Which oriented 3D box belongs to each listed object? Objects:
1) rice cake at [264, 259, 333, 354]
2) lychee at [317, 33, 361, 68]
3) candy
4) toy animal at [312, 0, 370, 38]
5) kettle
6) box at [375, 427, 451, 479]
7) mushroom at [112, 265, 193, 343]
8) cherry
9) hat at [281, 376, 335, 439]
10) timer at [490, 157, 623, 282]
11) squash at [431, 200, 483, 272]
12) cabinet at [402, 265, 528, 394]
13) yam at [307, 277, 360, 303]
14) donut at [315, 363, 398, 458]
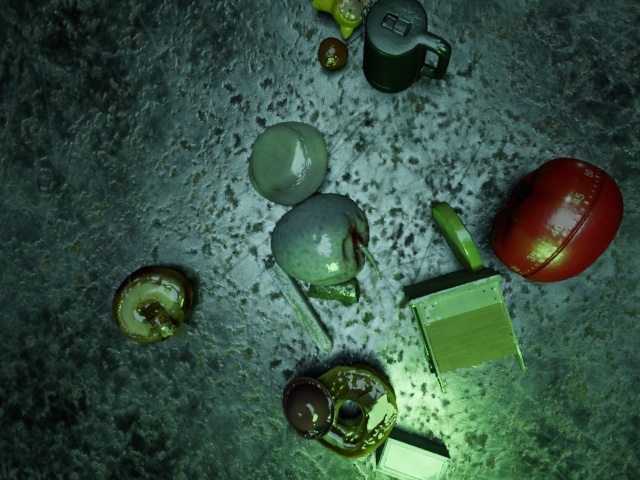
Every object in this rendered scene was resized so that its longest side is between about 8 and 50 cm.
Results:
[{"bbox_3d":[-0.072,0.228,1.535,0.064,0.070,0.399,-33,89,2],"label":"rice cake"},{"bbox_3d":[0.053,-0.639,1.478,0.114,0.140,0.101,26,133,40],"label":"lychee"},{"bbox_3d":[-0.101,-0.258,1.463,0.295,0.185,0.295,3,98,18],"label":"candy"},{"bbox_3d":[0.054,-0.809,1.456,0.230,0.156,0.156,39,95,-8],"label":"toy animal"},{"bbox_3d":[0.247,-0.581,1.355,0.203,0.308,0.262,-34,88,7],"label":"kettle"},{"bbox_3d":[0.319,0.760,1.510,0.225,0.086,0.129,18,94,4],"label":"box"},{"bbox_3d":[-0.586,0.230,1.542,0.297,0.163,0.278,-41,80,5],"label":"mushroom"},{"bbox_3d":[-0.003,0.008,1.397,0.335,0.326,0.291,-17,119,8],"label":"cherry"},{"bbox_3d":[-0.048,0.552,1.421,0.205,0.089,0.205,-2,85,22],"label":"hat"},{"bbox_3d":[0.698,-0.055,1.296,0.279,0.378,0.378,34,95,9],"label":"timer"},{"bbox_3d":[0.437,-0.009,1.387,0.049,0.252,0.252,-28,89,7],"label":"squash"},{"bbox_3d":[0.460,0.278,1.412,0.290,0.227,0.318,-18,93,5],"label":"cabinet"},{"bbox_3d":[0.050,0.161,1.508,0.183,0.107,0.107,10,93,3],"label":"yam"},{"bbox_3d":[0.108,0.578,1.498,0.330,0.160,0.330,0,88,17],"label":"donut"}]
